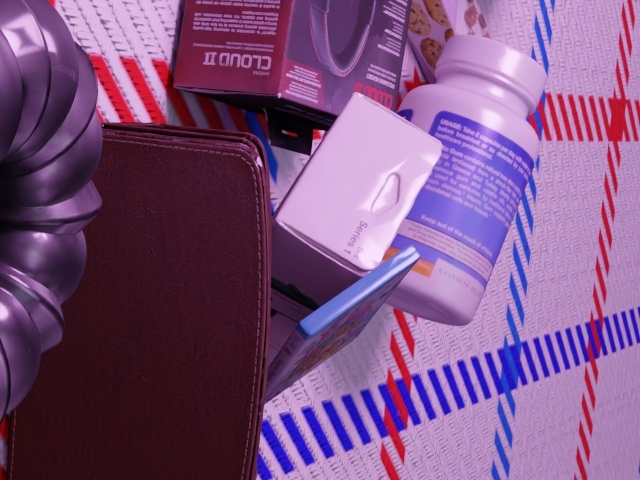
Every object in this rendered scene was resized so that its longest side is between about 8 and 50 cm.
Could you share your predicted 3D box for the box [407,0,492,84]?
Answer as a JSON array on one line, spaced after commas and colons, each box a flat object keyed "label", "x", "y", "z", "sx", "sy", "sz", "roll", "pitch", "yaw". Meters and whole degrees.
[{"label": "box", "x": 0.117, "y": -0.257, "z": 1.568, "sx": 0.063, "sy": 0.067, "sz": 0.324, "roll": -65, "pitch": 148, "yaw": -27}]

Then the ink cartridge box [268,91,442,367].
[{"label": "ink cartridge box", "x": 0.000, "y": 0.000, "z": 1.280, "sx": 0.160, "sy": 0.092, "sz": 0.219, "roll": -60, "pitch": -178, "yaw": -34}]

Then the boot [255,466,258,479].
[{"label": "boot", "x": -0.098, "y": 0.185, "z": 1.332, "sx": 0.106, "sy": 0.037, "sz": 0.114, "roll": -45, "pitch": 130, "yaw": -50}]

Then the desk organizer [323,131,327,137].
[{"label": "desk organizer", "x": 0.024, "y": -0.054, "z": 1.466, "sx": 0.047, "sy": 0.050, "sz": 0.130, "roll": 38, "pitch": 65, "yaw": -57}]

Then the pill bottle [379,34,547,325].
[{"label": "pill bottle", "x": 0.132, "y": -0.063, "z": 1.520, "sx": 0.152, "sy": 0.152, "sz": 0.272, "roll": 39, "pitch": 72, "yaw": -57}]

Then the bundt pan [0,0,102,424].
[{"label": "bundt pan", "x": -0.224, "y": -0.011, "z": 0.869, "sx": 0.331, "sy": 0.124, "sz": 0.331, "roll": 13, "pitch": 90, "yaw": -78}]

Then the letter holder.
[{"label": "letter holder", "x": -0.098, "y": 0.070, "z": 1.113, "sx": 0.152, "sy": 0.214, "sz": 0.302, "roll": -7, "pitch": 103, "yaw": -60}]

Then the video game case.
[{"label": "video game case", "x": 0.008, "y": 0.071, "z": 1.180, "sx": 0.119, "sy": 0.015, "sz": 0.166, "roll": -33, "pitch": 168, "yaw": -28}]

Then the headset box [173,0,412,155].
[{"label": "headset box", "x": -0.011, "y": -0.223, "z": 1.300, "sx": 0.218, "sy": 0.110, "sz": 0.293, "roll": 11, "pitch": 87, "yaw": -61}]
